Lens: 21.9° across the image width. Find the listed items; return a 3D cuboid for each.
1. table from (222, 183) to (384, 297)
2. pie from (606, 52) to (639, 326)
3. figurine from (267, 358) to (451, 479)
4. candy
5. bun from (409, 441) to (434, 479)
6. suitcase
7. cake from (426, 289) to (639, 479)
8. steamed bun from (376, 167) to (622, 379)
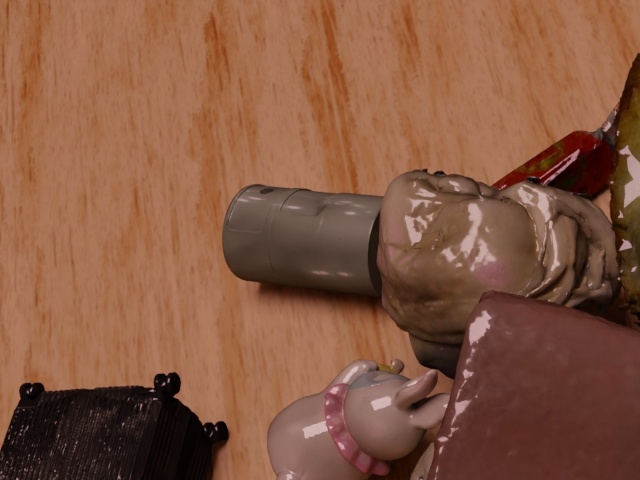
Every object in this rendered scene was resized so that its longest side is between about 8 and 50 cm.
[{"bbox_3d":[0.000,0.000,2.048,0.220,0.126,0.126,7,56,34],"label":"table"},{"bbox_3d":[0.377,-0.043,1.745,0.103,0.288,0.354,-9,47,25],"label":"pie"},{"bbox_3d":[0.062,0.192,1.813,0.235,0.127,0.155,-33,-2,26],"label":"figurine"},{"bbox_3d":[0.277,-0.068,1.975,0.292,0.086,0.059,-37,40,-5],"label":"candy"},{"bbox_3d":[0.217,0.252,1.682,0.287,0.146,0.287,-13,48,15],"label":"bun"},{"bbox_3d":[-0.267,0.329,1.899,0.230,0.152,0.335,-6,52,27],"label":"suitcase"},{"bbox_3d":[0.210,0.209,1.486,0.230,0.237,0.309,13,84,5],"label":"cake"},{"bbox_3d":[0.187,0.062,1.794,0.268,0.280,0.207,12,74,11],"label":"steamed bun"}]
